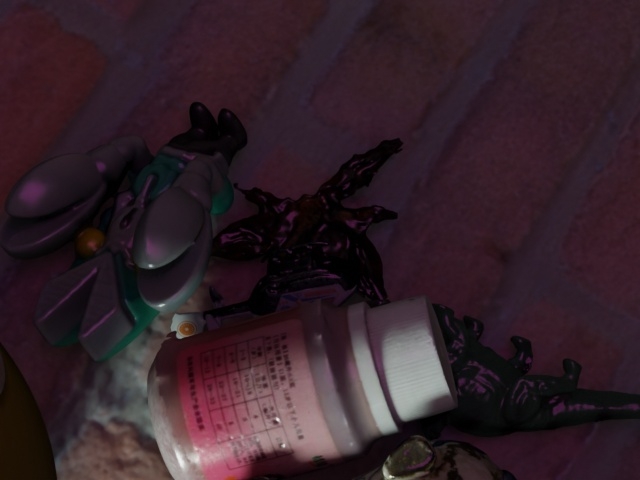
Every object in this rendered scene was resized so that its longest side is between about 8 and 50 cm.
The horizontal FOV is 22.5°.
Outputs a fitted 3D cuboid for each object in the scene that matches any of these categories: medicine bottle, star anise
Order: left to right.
[{"bbox_3d":[-0.014,0.126,1.370,0.247,0.147,0.147,-15,76,8],"label":"medicine bottle"},{"bbox_3d":[0.000,0.002,1.480,0.212,0.053,0.157,-16,76,-12],"label":"star anise"}]

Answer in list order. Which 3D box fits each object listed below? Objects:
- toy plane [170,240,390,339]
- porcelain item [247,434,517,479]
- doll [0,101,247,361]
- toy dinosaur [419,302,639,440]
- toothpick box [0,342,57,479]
[{"bbox_3d":[-0.041,0.055,1.431,0.197,0.078,0.053,-14,31,8],"label":"toy plane"},{"bbox_3d":[0.032,0.256,1.361,0.288,0.186,0.138,-20,72,2],"label":"porcelain item"},{"bbox_3d":[-0.177,-0.023,1.430,0.195,0.153,0.258,-11,47,19],"label":"doll"},{"bbox_3d":[0.174,0.119,1.455,0.291,0.079,0.120,-1,80,-3],"label":"toy dinosaur"},{"bbox_3d":[-0.398,0.192,1.193,0.408,0.425,0.409,1,75,-6],"label":"toothpick box"}]
